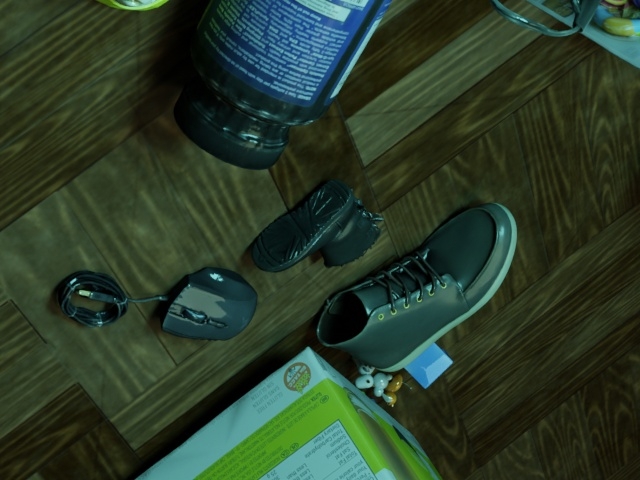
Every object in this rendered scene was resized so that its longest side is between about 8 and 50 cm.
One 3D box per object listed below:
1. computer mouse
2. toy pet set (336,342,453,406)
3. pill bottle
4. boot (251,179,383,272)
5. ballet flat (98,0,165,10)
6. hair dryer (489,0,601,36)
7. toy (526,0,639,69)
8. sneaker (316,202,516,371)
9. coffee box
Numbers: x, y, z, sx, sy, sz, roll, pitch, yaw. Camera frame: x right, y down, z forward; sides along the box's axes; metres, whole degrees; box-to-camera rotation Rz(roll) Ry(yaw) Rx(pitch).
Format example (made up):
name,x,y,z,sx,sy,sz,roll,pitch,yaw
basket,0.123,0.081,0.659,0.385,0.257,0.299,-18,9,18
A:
name,x,y,z,sx,sy,sz,roll,pitch,yaw
computer mouse,-0.140,0.060,1.601,0.242,0.041,0.071,4,127,-49
toy pet set,0.087,0.152,1.941,0.114,0.065,0.122,-44,149,3
pill bottle,-0.025,-0.167,1.366,0.123,0.123,0.219,0,131,-47
boot,-0.001,0.000,1.679,0.121,0.045,0.099,-41,152,-1
ballet flat,-0.146,-0.204,1.230,0.077,0.077,0.231,-44,149,3
hair dryer,0.236,-0.287,1.451,0.293,0.224,0.080,-13,-176,-26
toy,0.268,-0.228,1.520,0.137,0.237,0.056,-33,122,-9
sneaker,0.101,0.045,1.805,0.222,0.083,0.118,-49,148,14
coffee box,-0.003,0.379,1.835,0.338,0.334,0.337,-38,149,5
